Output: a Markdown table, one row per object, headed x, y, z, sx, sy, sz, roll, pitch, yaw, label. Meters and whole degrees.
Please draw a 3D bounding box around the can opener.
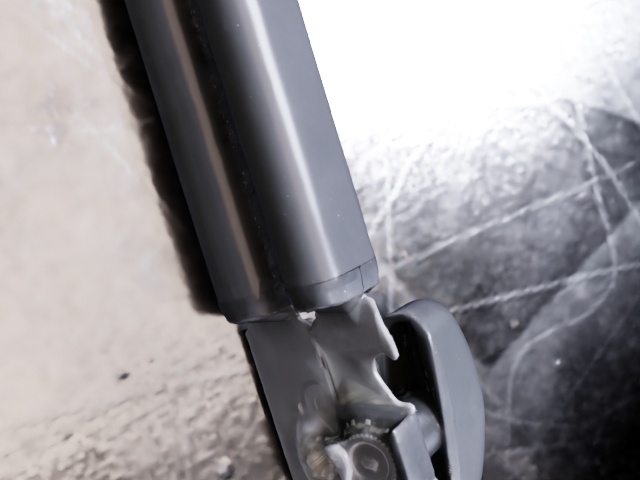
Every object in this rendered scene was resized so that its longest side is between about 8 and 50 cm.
| x | y | z | sx | sy | sz | roll | pitch | yaw | label |
| --- | --- | --- | --- | --- | --- | --- | --- | --- | --- |
| 0.000 | 0.000 | 0.637 | 0.095 | 0.076 | 0.283 | -26 | 102 | -51 | can opener |
